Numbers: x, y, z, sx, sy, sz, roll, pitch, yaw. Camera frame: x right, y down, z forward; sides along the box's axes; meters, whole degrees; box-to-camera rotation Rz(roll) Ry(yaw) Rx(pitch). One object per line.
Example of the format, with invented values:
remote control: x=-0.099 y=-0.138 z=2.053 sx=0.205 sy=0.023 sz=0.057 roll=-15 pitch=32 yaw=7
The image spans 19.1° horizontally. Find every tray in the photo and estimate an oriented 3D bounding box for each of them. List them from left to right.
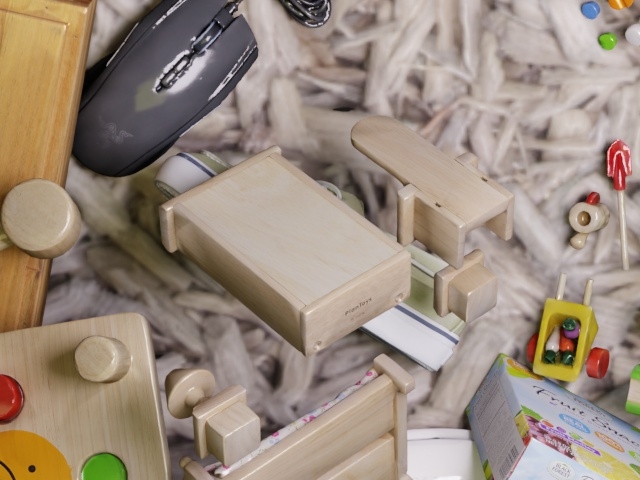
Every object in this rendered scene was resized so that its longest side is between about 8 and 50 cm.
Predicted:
tray: x=-0.320 y=-0.024 z=1.571 sx=0.203 sy=0.076 sz=0.411 roll=12 pitch=110 yaw=-3

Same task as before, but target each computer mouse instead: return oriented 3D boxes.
computer mouse: x=-0.134 y=-0.180 z=1.568 sx=0.262 sy=0.060 sz=0.184 roll=-38 pitch=104 yaw=7

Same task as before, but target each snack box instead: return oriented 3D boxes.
snack box: x=0.220 y=0.192 z=1.604 sx=0.174 sy=0.207 sz=0.070 roll=29 pitch=102 yaw=-10

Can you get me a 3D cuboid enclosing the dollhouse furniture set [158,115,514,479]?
dollhouse furniture set: x=-0.010 y=0.113 z=1.551 sx=0.303 sy=0.174 sz=0.355 roll=-29 pitch=139 yaw=-28

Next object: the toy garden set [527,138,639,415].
toy garden set: x=0.281 y=0.031 z=1.601 sx=0.204 sy=0.049 sz=0.244 roll=13 pitch=101 yaw=28

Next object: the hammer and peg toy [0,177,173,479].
hammer and peg toy: x=-0.257 y=0.147 z=1.514 sx=0.266 sy=0.127 sz=0.361 roll=-10 pitch=84 yaw=4

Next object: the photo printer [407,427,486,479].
photo printer: x=0.061 y=0.322 z=1.683 sx=0.256 sy=0.107 sz=0.307 roll=-15 pitch=105 yaw=2

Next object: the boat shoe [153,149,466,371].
boat shoe: x=0.000 y=0.000 z=1.612 sx=0.302 sy=0.109 sz=0.094 roll=33 pitch=83 yaw=-17

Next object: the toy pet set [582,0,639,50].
toy pet set: x=0.303 y=-0.173 z=1.592 sx=0.065 sy=0.114 sz=0.122 roll=-41 pitch=107 yaw=-35
